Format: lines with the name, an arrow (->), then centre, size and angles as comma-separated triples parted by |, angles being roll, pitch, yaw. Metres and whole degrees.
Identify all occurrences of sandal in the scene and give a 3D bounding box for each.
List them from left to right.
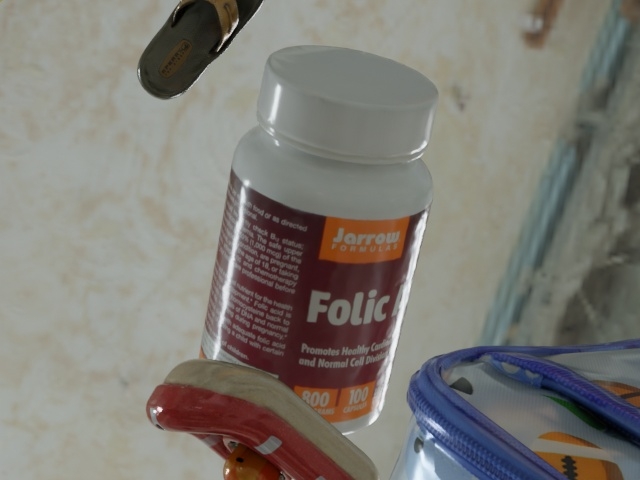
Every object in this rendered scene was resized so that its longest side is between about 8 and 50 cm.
sandal -> -0.130, -0.247, 1.764 | 0.219, 0.090, 0.060 | -50, 1, 12

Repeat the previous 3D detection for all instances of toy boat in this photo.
toy boat -> -0.068, 0.214, 1.476 | 0.231, 0.151, 0.151 | 42, -112, -20

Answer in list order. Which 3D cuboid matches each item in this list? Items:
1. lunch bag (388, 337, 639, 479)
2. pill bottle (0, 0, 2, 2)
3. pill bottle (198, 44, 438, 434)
lunch bag -> 0.168, 0.130, 0.482 | 0.243, 0.303, 0.115 | 4, -70, -47
pill bottle -> -0.355, -0.265, 1.585 | 0.184, 0.103, 0.103 | -59, -42, -39
pill bottle -> 0.000, 0.000, 1.782 | 0.224, 0.224, 0.392 | -17, -54, -46
